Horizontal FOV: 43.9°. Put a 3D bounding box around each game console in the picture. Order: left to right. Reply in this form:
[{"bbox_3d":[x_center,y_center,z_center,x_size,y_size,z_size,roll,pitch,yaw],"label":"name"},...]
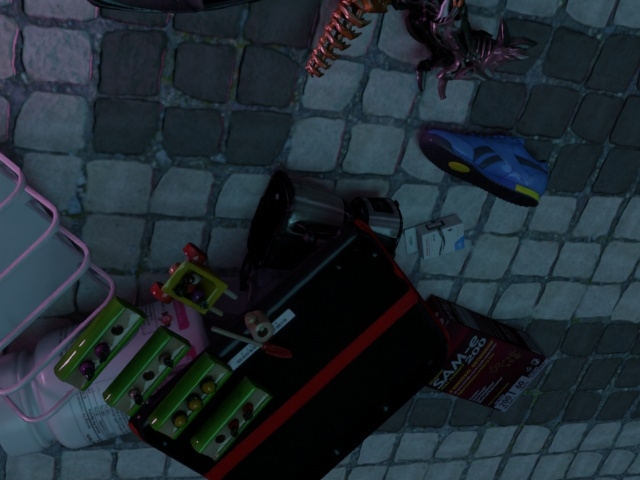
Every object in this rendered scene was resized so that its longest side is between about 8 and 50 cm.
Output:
[{"bbox_3d":[-0.018,0.186,1.077,0.386,0.060,0.342,-42,132,-2],"label":"game console"}]

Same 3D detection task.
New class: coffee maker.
[{"bbox_3d":[0.000,0.000,1.088,0.178,0.120,0.171,13,141,-25],"label":"coffee maker"}]

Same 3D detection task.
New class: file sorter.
[{"bbox_3d":[-0.355,0.041,0.869,0.193,0.173,0.277,-45,143,-18],"label":"file sorter"}]

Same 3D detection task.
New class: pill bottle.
[{"bbox_3d":[-0.285,0.183,1.067,0.283,0.160,0.160,-15,126,-9],"label":"pill bottle"}]

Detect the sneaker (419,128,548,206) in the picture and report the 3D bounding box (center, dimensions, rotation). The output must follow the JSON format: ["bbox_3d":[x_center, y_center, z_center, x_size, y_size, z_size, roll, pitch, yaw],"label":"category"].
[{"bbox_3d":[0.232,-0.121,1.116,0.209,0.069,0.082,23,80,-21],"label":"sneaker"}]

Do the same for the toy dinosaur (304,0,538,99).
[{"bbox_3d":[0.129,-0.296,0.932,0.322,0.164,0.218,-27,114,22],"label":"toy dinosaur"}]

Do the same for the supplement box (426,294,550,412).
[{"bbox_3d":[0.247,0.191,1.313,0.240,0.073,0.130,22,113,-29],"label":"supplement box"}]

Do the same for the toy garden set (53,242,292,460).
[{"bbox_3d":[-0.138,0.137,0.907,0.244,0.049,0.203,38,94,-33],"label":"toy garden set"}]

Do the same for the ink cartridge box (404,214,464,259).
[{"bbox_3d":[0.170,-0.002,1.185,0.083,0.028,0.048,-17,126,-8],"label":"ink cartridge box"}]

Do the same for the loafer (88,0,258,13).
[{"bbox_3d":[-0.143,-0.284,0.856,0.223,0.078,0.076,-10,124,-13],"label":"loafer"}]
